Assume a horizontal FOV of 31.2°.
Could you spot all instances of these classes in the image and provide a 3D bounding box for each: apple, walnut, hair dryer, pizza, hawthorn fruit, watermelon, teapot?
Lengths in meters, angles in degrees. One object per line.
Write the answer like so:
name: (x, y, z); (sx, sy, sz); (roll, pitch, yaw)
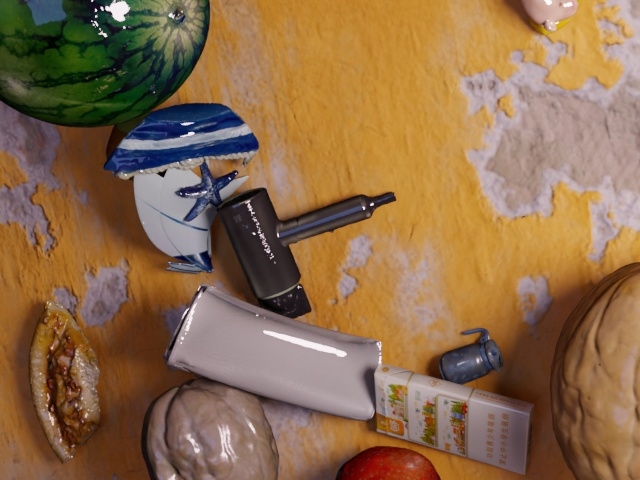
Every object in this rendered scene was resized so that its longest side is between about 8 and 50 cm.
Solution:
apple: (-0.261, -0.136, 1.684); (0.102, 0.114, 0.099); (11, 137, 27)
walnut: (0.416, 0.174, 1.355); (0.252, 0.277, 0.313); (15, 113, 54)
walnut: (-0.161, 0.308, 1.676); (0.224, 0.224, 0.224); (5, 101, 24)
hair dryer: (0.000, 0.000, 1.620); (0.248, 0.078, 0.195); (-19, 104, 16)
pizza: (-0.415, 0.232, 1.854); (0.134, 0.056, 0.271); (14, 106, 30)
hawthorn fruit: (0.080, 0.364, 1.600); (0.194, 0.157, 0.157); (5, 102, 27)
watermelon: (-0.327, -0.316, 1.555); (0.363, 0.363, 0.363); (5, 101, 24)
teapot: (0.206, 0.162, 1.569); (0.083, 0.063, 0.049); (-23, 126, 24)

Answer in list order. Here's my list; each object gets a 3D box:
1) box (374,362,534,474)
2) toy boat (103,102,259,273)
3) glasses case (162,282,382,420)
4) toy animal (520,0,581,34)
box: (0.181, 0.245, 1.576); (0.220, 0.032, 0.122); (13, 131, 20)
toy boat: (-0.174, -0.077, 1.651); (0.210, 0.070, 0.291); (-28, 130, -3)
glasses case: (-0.062, 0.160, 1.632); (0.308, 0.083, 0.128); (19, 90, -11)
toy animal: (0.280, -0.318, 1.422); (0.091, 0.082, 0.114); (-30, 86, 25)
